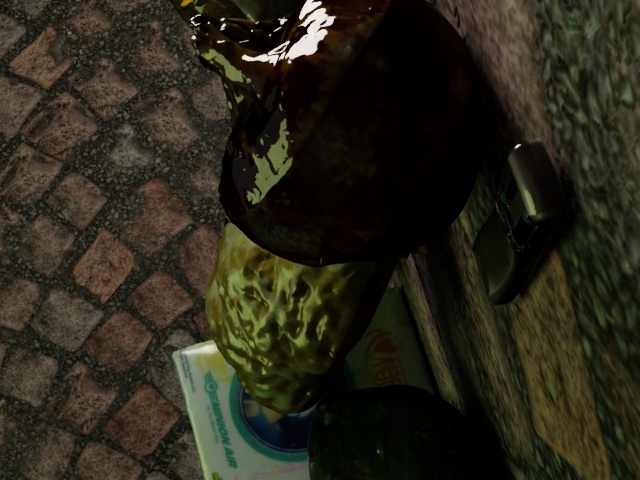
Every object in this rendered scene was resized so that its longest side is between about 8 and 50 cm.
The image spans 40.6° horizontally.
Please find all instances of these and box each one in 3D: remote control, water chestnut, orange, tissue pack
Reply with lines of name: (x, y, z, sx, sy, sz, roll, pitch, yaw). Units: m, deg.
remote control: (0.133, -0.004, 0.599, 0.212, 0.028, 0.059, 82, 170, -71)
water chestnut: (0.007, -0.091, 0.642, 0.223, 0.238, 0.223, -61, 9, 17)
orange: (-0.027, 0.052, 1.034, 0.368, 0.211, 0.270, 116, 175, -48)
tissue pack: (-0.013, 0.269, 1.390, 0.162, 0.388, 0.287, 88, 165, -73)

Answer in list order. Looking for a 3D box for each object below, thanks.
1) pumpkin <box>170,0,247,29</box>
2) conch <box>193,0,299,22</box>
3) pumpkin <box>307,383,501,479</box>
pumpkin: (-0.122, -0.435, 1.593, 0.232, 0.242, 0.325, 42, -172, -27)
conch: (-0.084, -0.322, 0.823, 0.186, 0.241, 0.312, -16, 95, 61)
pumpkin: (0.123, 0.311, 1.045, 0.263, 0.197, 0.292, -93, -18, -59)
